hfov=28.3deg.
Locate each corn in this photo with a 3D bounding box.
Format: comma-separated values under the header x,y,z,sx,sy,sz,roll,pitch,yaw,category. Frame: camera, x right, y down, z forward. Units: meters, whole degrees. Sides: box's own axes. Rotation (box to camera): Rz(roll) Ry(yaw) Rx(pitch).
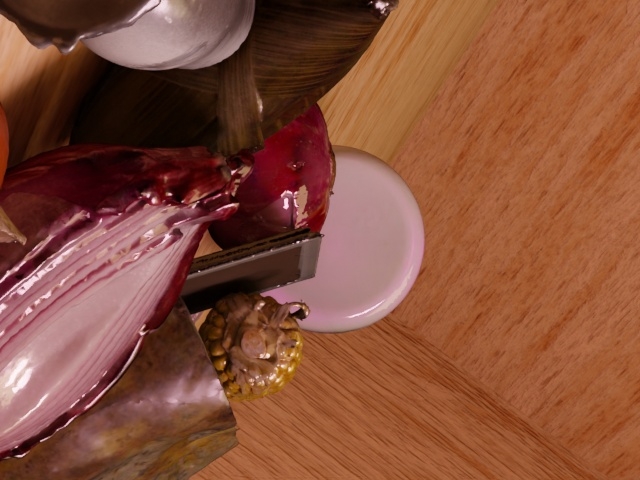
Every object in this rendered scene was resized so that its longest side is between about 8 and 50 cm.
x,y,z,sx,sy,sz,roll,pitch,yaw,category
-0.072,0.105,1.226,0.106,0.106,0.293,-52,-179,-11,corn

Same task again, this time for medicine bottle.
x,y,z,sx,sy,sz,roll,pitch,yaw,category
0.000,0.000,1.710,0.241,0.241,0.302,-53,-175,-5,medicine bottle

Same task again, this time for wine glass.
x,y,z,sx,sy,sz,roll,pitch,yaw,category
-0.093,-0.136,0.656,0.103,0.103,0.222,-53,174,7,wine glass

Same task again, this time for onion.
x,y,z,sx,sy,sz,roll,pitch,yaw,category
-0.057,-0.067,1.182,0.177,0.153,0.177,-161,-90,-74,onion
-0.169,0.016,0.808,0.283,0.120,0.227,-41,162,-3,onion

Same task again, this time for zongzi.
x,y,z,sx,sy,sz,roll,pitch,yaw,category
-0.060,-0.091,0.819,0.221,0.112,0.242,-50,-153,3,zongzi

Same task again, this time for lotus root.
x,y,z,sx,sy,sz,roll,pitch,yaw,category
-0.211,0.175,1.080,0.260,0.149,0.267,-28,169,-14,lotus root

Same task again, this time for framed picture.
x,y,z,sx,sy,sz,roll,pitch,yaw,category
-0.142,0.051,1.119,0.293,0.018,0.231,-16,170,-5,framed picture

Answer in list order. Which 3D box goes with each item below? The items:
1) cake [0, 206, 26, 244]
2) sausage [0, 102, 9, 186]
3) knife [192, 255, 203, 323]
x,y,z,sx,sy,sz,roll,pitch,yaw,category
-0.167,-0.043,0.513,0.065,0.121,0.052,-61,-177,-8,cake
-0.250,0.057,0.603,0.348,0.094,0.097,-54,179,3,sausage
-0.190,0.084,1.727,0.132,0.038,0.398,-51,176,-6,knife
